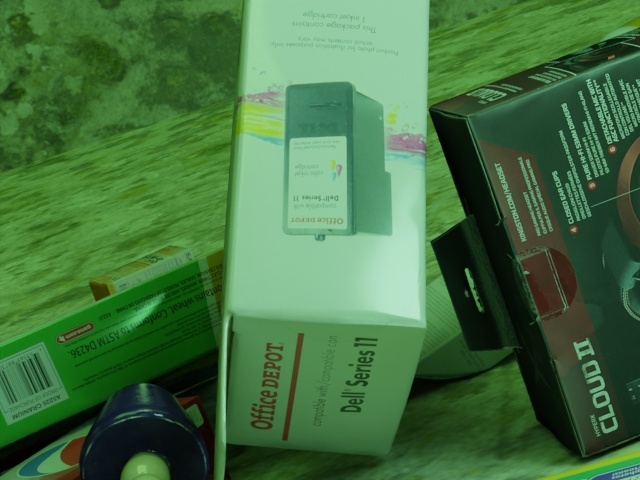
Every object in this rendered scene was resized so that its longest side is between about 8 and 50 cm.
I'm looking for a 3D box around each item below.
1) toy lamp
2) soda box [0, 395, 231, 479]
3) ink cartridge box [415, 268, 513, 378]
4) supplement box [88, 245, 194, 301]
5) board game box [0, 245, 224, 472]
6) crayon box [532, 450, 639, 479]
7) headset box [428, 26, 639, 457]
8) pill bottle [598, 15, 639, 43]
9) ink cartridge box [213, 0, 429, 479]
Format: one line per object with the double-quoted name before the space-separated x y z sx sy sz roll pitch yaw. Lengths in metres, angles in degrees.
"toy lamp" -0.096 0.163 1.088 0.080 0.080 0.274 -19 24 4
"soda box" -0.172 0.188 1.216 0.092 0.083 0.263 -10 15 41
"ink cartridge box" 0.079 0.081 1.450 0.179 0.045 0.145 -39 13 -2
"supplement box" -0.181 0.040 2.036 0.098 0.036 0.062 -24 13 -23
"board game box" -0.157 0.093 1.455 0.242 0.064 0.316 -24 -5 -17
"crayon box" 0.121 0.162 0.847 0.278 0.081 0.165 -17 12 13
"headset box" 0.214 -0.018 1.185 0.293 0.218 0.110 -22 10 -6
"pill bottle" 0.340 -0.179 2.006 0.184 0.103 0.103 -30 15 -39
"ink cartridge box" 0.000 0.000 1.225 0.119 0.353 0.207 4 -27 -2
